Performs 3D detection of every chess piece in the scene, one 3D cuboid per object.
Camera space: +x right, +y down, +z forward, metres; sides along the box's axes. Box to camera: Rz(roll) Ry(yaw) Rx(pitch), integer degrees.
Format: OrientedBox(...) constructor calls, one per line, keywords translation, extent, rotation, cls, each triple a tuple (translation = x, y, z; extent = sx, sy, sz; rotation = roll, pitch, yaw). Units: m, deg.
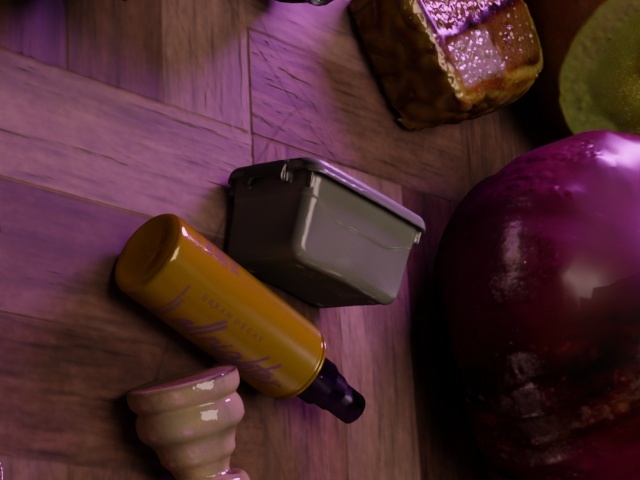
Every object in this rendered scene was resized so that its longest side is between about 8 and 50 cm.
OrientedBox(translation=(-0.092, 0.192, 1.326), extent=(0.094, 0.094, 0.171), rotation=(-18, 93, -51), cls="chess piece")

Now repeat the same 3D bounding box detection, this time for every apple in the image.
OrientedBox(translation=(0.405, -0.278, 1.892), extent=(0.374, 0.374, 0.384), rotation=(-1, 76, -50), cls="apple")

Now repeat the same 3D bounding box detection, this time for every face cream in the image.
OrientedBox(translation=(-0.057, 0.081, 1.414), extent=(0.273, 0.078, 0.078), rotation=(40, 49, -34), cls="face cream")

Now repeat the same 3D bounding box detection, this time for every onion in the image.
OrientedBox(translation=(0.336, 0.074, 1.609), extent=(0.398, 0.420, 0.398), rotation=(7, 78, -36), cls="onion")

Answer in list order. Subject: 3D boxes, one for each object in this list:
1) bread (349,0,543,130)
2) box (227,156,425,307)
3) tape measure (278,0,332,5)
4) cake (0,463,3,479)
OrientedBox(translation=(0.140, -0.216, 1.751), extent=(0.222, 0.096, 0.181), rotation=(-27, 94, -50), cls="bread")
OrientedBox(translation=(0.000, 0.000, 1.487), extent=(0.172, 0.124, 0.093), rotation=(28, 66, -39), cls="box")
OrientedBox(translation=(0.009, -0.347, 1.541), extent=(0.231, 0.245, 0.149), rotation=(47, 7, -25), cls="tape measure")
OrientedBox(translation=(-0.263, 0.134, 1.129), extent=(0.079, 0.116, 0.185), rotation=(29, 60, -38), cls="cake")
